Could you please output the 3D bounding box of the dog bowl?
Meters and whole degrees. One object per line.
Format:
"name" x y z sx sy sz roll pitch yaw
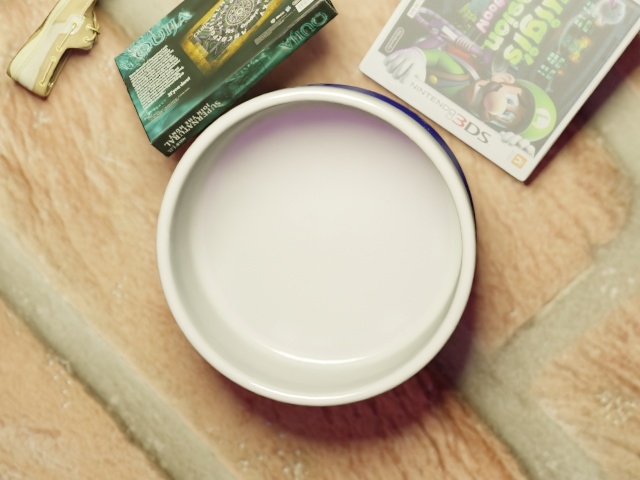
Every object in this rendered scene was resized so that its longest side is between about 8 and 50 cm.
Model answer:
"dog bowl" 0.000 0.000 1.432 0.265 0.104 0.264 1 99 6

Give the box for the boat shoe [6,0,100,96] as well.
"boat shoe" -0.214 -0.181 1.460 0.045 0.050 0.135 41 112 -4

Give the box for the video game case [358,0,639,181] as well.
"video game case" 0.149 -0.167 1.397 0.173 0.022 0.190 34 120 0

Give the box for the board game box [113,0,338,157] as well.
"board game box" -0.082 -0.169 1.413 0.186 0.126 0.026 -38 134 11
